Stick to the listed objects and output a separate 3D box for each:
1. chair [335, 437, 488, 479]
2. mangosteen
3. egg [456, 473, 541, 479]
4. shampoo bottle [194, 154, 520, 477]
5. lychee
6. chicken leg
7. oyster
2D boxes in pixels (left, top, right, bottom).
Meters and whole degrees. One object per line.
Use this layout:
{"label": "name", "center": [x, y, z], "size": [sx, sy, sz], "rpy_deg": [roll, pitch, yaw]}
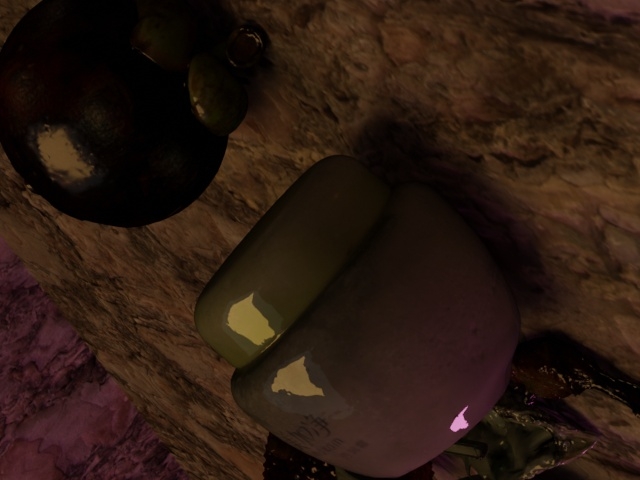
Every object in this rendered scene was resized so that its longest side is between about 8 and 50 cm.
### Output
{"label": "chair", "center": [0.087, 0.221, 1.901], "size": [0.274, 0.190, 0.203], "rpy_deg": [6, 110, 60]}
{"label": "mangosteen", "center": [-0.224, -0.183, 1.732], "size": [0.306, 0.359, 0.306], "rpy_deg": [50, -166, -18]}
{"label": "egg", "center": [0.279, 0.440, 1.928], "size": [0.371, 0.230, 0.230], "rpy_deg": [11, 141, 49]}
{"label": "shampoo bottle", "center": [0.047, 0.088, 1.577], "size": [0.317, 0.322, 0.322], "rpy_deg": [39, 161, -8]}
{"label": "lychee", "center": [0.039, 0.355, 2.211], "size": [0.304, 0.276, 0.276], "rpy_deg": [29, 172, -34]}
{"label": "chicken leg", "center": [0.286, 0.159, 1.636], "size": [0.106, 0.051, 0.253], "rpy_deg": [48, 160, -24]}
{"label": "oyster", "center": [0.230, 0.241, 1.852], "size": [0.199, 0.087, 0.252], "rpy_deg": [63, 146, 24]}
